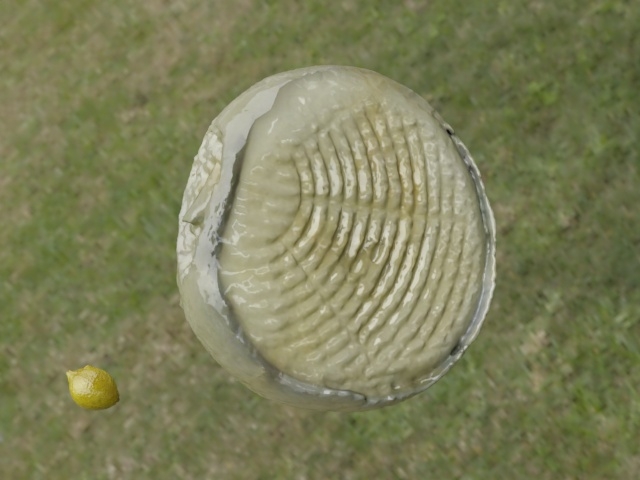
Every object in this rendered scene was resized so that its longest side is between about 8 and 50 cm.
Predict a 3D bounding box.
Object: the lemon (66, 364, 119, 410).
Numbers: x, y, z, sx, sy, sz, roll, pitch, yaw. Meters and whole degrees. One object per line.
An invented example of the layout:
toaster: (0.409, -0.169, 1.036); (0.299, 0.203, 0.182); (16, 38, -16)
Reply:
lemon: (-0.348, 0.224, 2.178); (0.065, 0.092, 0.065); (-60, -4, -6)

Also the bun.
bun: (0.000, 0.003, 1.531); (0.364, 0.364, 0.202); (-54, 19, -19)
